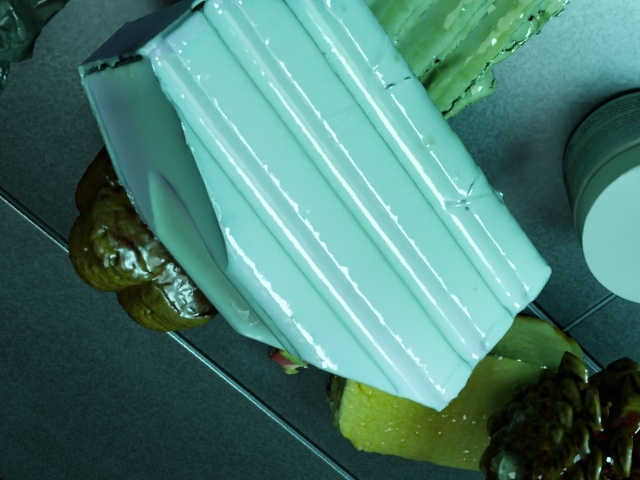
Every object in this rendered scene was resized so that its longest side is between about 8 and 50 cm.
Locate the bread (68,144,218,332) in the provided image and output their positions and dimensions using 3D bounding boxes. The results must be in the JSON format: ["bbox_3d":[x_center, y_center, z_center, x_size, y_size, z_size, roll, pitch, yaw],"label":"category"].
[{"bbox_3d":[-0.137,-0.021,1.250,0.232,0.247,0.135,48,137,-14],"label":"bread"}]

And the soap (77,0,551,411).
[{"bbox_3d":[-0.005,-0.042,1.150,0.261,0.156,0.446,-47,116,-19],"label":"soap"}]

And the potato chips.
[{"bbox_3d":[0.069,-0.277,1.194,0.358,0.070,0.429,32,119,-22],"label":"potato chips"}]

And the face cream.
[{"bbox_3d":[0.345,-0.047,1.277,0.177,0.153,0.177,1,122,2],"label":"face cream"}]

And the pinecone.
[{"bbox_3d":[0.299,0.234,1.278,0.264,0.264,0.264,0,121,1],"label":"pinecone"}]

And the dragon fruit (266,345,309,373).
[{"bbox_3d":[-0.021,0.120,1.437,0.056,0.060,0.083,35,113,-15],"label":"dragon fruit"}]

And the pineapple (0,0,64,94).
[{"bbox_3d":[-0.407,-0.198,1.171,0.357,0.223,0.223,-3,121,-5],"label":"pineapple"}]

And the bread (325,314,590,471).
[{"bbox_3d":[0.156,0.166,1.434,0.274,0.114,0.185,12,124,-5],"label":"bread"}]
